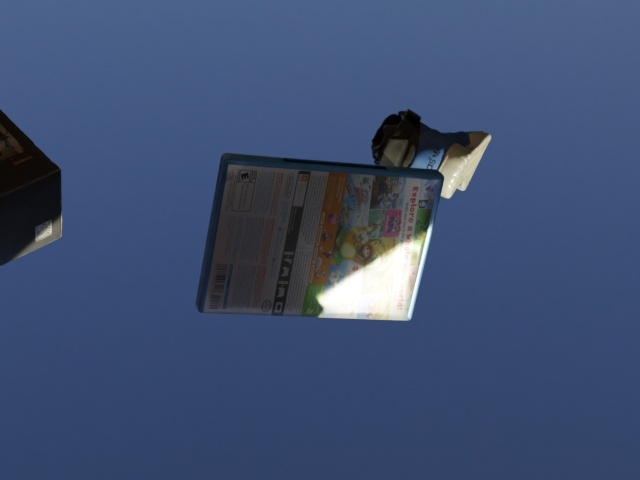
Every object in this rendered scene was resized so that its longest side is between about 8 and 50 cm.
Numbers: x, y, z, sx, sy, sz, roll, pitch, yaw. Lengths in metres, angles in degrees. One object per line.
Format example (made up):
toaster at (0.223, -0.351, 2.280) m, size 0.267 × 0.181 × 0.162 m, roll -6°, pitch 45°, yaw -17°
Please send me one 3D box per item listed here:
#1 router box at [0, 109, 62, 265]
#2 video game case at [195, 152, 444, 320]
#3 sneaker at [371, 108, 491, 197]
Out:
router box at (-0.392, -0.039, 1.048) m, size 0.308 × 0.081 × 0.243 m, roll -28°, pitch -124°, yaw -32°
video game case at (0.000, 0.000, 0.987) m, size 0.166 × 0.119 × 0.015 m, roll 3°, pitch -158°, yaw -20°
sneaker at (0.089, -0.078, 1.149) m, size 0.084 × 0.058 × 0.152 m, roll 28°, pitch -162°, yaw 10°
